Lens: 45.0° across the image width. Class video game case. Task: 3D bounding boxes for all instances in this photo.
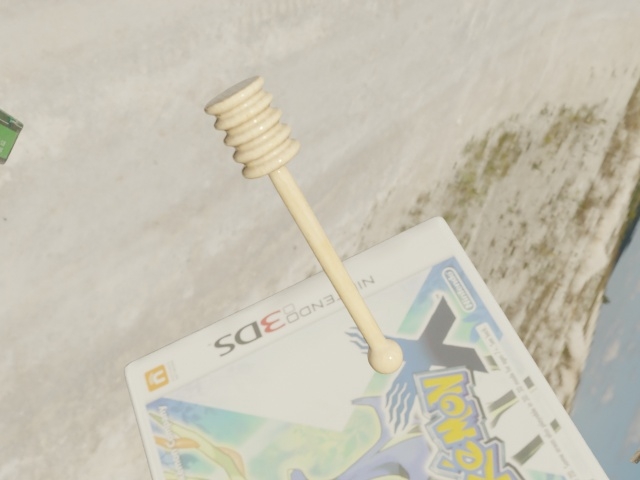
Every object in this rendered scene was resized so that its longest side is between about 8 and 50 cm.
[{"bbox_3d":[0.030,0.167,0.565,0.299,0.329,0.036,-26,146,-1],"label":"video game case"}]

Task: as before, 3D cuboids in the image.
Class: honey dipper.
[{"bbox_3d":[0.000,0.000,0.360,0.030,0.030,0.161,-48,116,-39],"label":"honey dipper"}]

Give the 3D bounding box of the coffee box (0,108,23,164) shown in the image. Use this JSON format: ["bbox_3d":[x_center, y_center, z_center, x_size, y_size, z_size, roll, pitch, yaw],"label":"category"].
[{"bbox_3d":[-0.313,-0.115,0.538,0.041,0.184,0.113,-64,-176,-4],"label":"coffee box"}]

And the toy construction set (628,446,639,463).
[{"bbox_3d":[0.337,0.215,0.586,0.237,0.257,0.309,-44,-171,-2],"label":"toy construction set"}]
